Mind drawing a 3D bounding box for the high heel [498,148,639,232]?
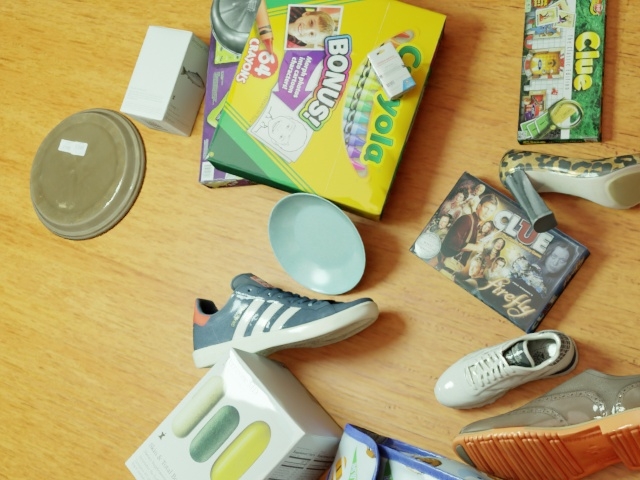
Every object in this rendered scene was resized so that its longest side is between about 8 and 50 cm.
[{"bbox_3d":[0.419,-0.125,1.592,0.261,0.093,0.186,-20,43,1],"label":"high heel"}]

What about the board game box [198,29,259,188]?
[{"bbox_3d":[-0.117,-0.274,1.880,0.208,0.056,0.347,-3,75,28],"label":"board game box"}]

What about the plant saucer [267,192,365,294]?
[{"bbox_3d":[0.000,0.000,1.718,0.194,0.037,0.195,18,127,26],"label":"plant saucer"}]

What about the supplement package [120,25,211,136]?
[{"bbox_3d":[-0.290,-0.306,1.932,0.105,0.105,0.179,14,83,27],"label":"supplement package"}]

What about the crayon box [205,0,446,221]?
[{"bbox_3d":[0.013,-0.253,1.733,0.313,0.106,0.363,18,84,8],"label":"crayon box"}]

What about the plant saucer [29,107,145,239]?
[{"bbox_3d":[-0.477,-0.139,2.010,0.277,0.041,0.278,-7,74,23],"label":"plant saucer"}]

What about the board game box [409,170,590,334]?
[{"bbox_3d":[0.286,0.018,1.623,0.243,0.042,0.165,36,92,27],"label":"board game box"}]

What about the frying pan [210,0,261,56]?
[{"bbox_3d":[-0.067,-0.407,1.840,0.326,0.053,0.197,29,87,23],"label":"frying pan"}]

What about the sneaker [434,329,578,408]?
[{"bbox_3d":[0.277,0.193,1.553,0.235,0.095,0.090,-26,69,18],"label":"sneaker"}]

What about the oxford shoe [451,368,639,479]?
[{"bbox_3d":[0.372,0.273,1.497,0.363,0.130,0.133,-12,39,28],"label":"oxford shoe"}]

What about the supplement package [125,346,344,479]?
[{"bbox_3d":[-0.130,0.345,1.637,0.263,0.198,0.199,-48,63,6],"label":"supplement package"}]

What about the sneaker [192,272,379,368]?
[{"bbox_3d":[-0.073,0.116,1.709,0.349,0.131,0.148,-15,75,20],"label":"sneaker"}]

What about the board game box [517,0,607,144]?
[{"bbox_3d":[0.401,-0.287,1.661,0.136,0.030,0.260,0,77,22],"label":"board game box"}]

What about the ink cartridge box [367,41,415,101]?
[{"bbox_3d":[0.116,-0.279,1.661,0.048,0.028,0.083,-28,84,-3],"label":"ink cartridge box"}]

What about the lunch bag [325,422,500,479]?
[{"bbox_3d":[0.131,0.474,1.476,0.385,0.239,0.328,15,84,43],"label":"lunch bag"}]
